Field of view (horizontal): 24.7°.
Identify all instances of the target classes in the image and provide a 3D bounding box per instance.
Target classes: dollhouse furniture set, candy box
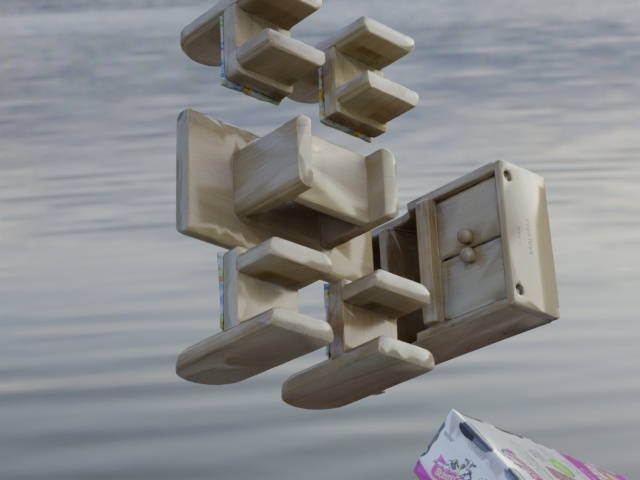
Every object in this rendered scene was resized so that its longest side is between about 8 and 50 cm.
[{"bbox_3d":[0.000,0.000,0.878,0.242,0.212,0.161,19,-32,-38],"label":"dollhouse furniture set"},{"bbox_3d":[0.214,0.244,1.268,0.233,0.071,0.159,25,12,-33],"label":"candy box"}]
